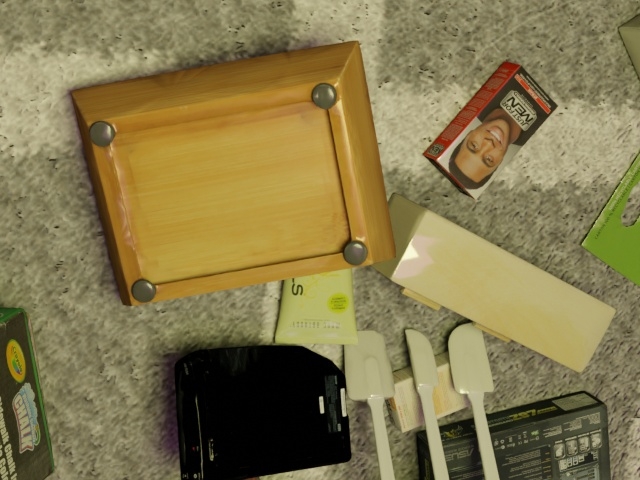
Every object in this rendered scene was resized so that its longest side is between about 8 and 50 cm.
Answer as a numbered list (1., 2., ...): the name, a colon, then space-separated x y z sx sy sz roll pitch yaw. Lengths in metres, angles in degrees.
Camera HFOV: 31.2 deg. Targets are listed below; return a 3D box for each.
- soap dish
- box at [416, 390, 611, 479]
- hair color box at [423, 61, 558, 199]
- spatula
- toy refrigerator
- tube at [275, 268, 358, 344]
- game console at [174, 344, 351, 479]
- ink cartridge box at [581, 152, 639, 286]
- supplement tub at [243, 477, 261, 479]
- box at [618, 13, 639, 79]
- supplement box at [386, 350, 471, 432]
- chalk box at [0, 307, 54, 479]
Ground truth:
1. soap dish: -0.084 -0.057 1.126 0.290 0.118 0.229 -10 107 2
2. box: 0.238 0.297 1.382 0.232 0.059 0.184 -12 105 -15
3. hair color box: 0.189 -0.123 1.273 0.072 0.043 0.141 41 89 -23
4. spatula: 0.119 0.209 1.267 0.168 0.019 0.242 -2 67 -14
5. toy refrigerator: 0.187 0.052 1.284 0.269 0.102 0.094 27 94 -22
6. tube: 0.000 0.000 1.234 0.062 0.070 0.240 -15 113 -47
7. game console: -0.051 0.291 1.197 0.213 0.044 0.362 3 80 -43
8. ink cartridge box: 0.468 0.004 1.366 0.255 0.097 0.189 32 92 -23
9. supplement tub: -0.078 0.347 1.268 0.106 0.106 0.198 -31 110 -9
10. box: 0.488 -0.270 1.299 0.275 0.113 0.094 -33 110 -9
11. supplement box: 0.125 0.174 1.328 0.098 0.036 0.062 -19 107 -14
12. chalk box: -0.374 0.169 1.066 0.179 0.289 0.180 -2 104 16
